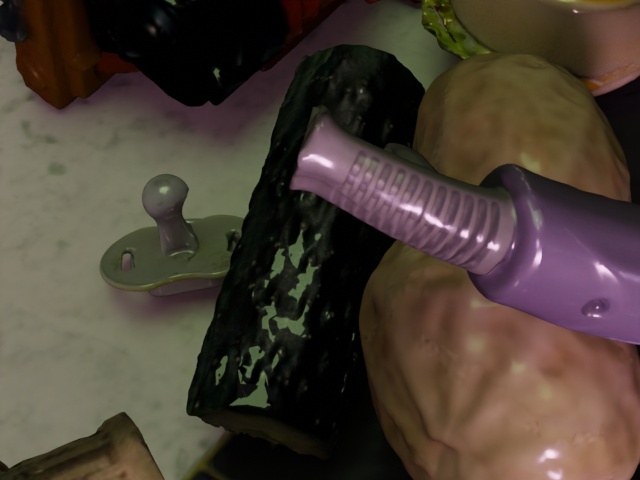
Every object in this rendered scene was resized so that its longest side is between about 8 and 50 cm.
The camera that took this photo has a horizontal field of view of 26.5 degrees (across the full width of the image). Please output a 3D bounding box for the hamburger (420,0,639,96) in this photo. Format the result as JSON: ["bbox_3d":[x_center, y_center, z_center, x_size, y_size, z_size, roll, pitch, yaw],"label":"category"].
[{"bbox_3d":[0.125,-0.130,0.741,0.141,0.081,0.126,-28,55,-30],"label":"hamburger"}]

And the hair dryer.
[{"bbox_3d":[0.151,-0.023,0.544,0.361,0.121,0.301,8,45,-27],"label":"hair dryer"}]

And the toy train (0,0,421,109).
[{"bbox_3d":[-0.028,-0.218,0.787,0.231,0.163,0.369,34,62,20],"label":"toy train"}]

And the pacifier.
[{"bbox_3d":[-0.072,-0.007,0.679,0.083,0.064,0.068,-9,33,0],"label":"pacifier"}]

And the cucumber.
[{"bbox_3d":[0.003,-0.001,0.648,0.078,0.062,0.211,26,49,-14],"label":"cucumber"}]

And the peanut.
[{"bbox_3d":[0.080,0.012,0.608,0.123,0.124,0.257,-1,51,7],"label":"peanut"}]

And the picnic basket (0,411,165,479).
[{"bbox_3d":[-0.067,0.238,0.378,0.175,0.228,0.313,-23,53,-14],"label":"picnic basket"}]
